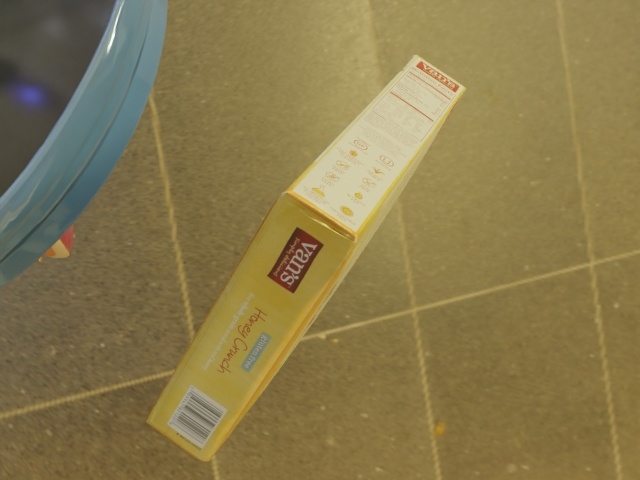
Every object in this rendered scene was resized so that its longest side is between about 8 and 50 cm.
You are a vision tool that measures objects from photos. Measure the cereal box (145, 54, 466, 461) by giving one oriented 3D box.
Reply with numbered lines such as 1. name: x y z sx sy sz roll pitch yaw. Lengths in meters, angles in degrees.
1. cereal box: 0.000 0.000 0.619 0.047 0.173 0.240 34 31 3

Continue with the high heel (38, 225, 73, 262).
1. high heel: -0.258 -0.044 0.998 0.082 0.244 0.117 19 80 -8

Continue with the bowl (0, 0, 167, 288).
1. bowl: -0.268 -0.120 0.623 0.391 0.391 0.077 -65 155 -11
